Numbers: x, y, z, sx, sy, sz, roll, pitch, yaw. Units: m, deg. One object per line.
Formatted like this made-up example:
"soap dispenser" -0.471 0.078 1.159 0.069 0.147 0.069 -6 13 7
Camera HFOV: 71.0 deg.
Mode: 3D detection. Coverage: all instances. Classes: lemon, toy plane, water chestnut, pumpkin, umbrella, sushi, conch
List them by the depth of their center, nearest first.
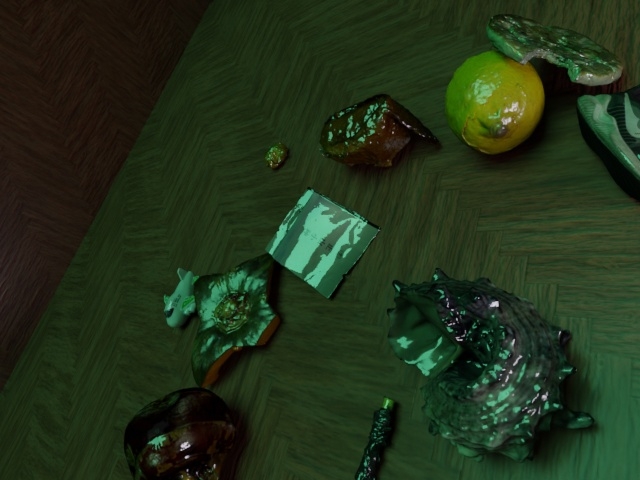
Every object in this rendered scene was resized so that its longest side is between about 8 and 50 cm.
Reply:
"conch" 0.217 0.175 0.651 0.313 0.186 0.241 44 103 31
"umbrella" 0.094 0.333 0.743 0.040 0.037 0.144 -3 63 59
"lemon" 0.320 -0.258 0.840 0.180 0.180 0.193 -46 45 10
"water chestnut" -0.283 0.423 0.918 0.223 0.223 0.238 -43 56 13
"sushi" 0.119 -0.256 1.065 0.296 0.179 0.167 -18 68 40
"pumpkin" -0.213 0.187 1.109 0.258 0.095 0.291 -21 58 18
"toy plane" -0.412 0.173 1.331 0.173 0.080 0.174 -24 50 32

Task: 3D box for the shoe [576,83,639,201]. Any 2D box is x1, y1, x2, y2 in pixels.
"shoe" 0.479 -0.159 0.675 0.112 0.099 0.228 -26 46 20

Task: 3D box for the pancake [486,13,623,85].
"pancake" 0.410 -0.340 0.795 0.254 0.253 0.037 -105 23 -44

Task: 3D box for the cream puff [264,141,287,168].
"cream puff" -0.141 -0.265 1.390 0.083 0.058 0.083 -25 45 33

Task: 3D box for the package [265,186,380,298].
"package" 0.000 0.000 1.069 0.250 0.062 0.204 34 88 38
